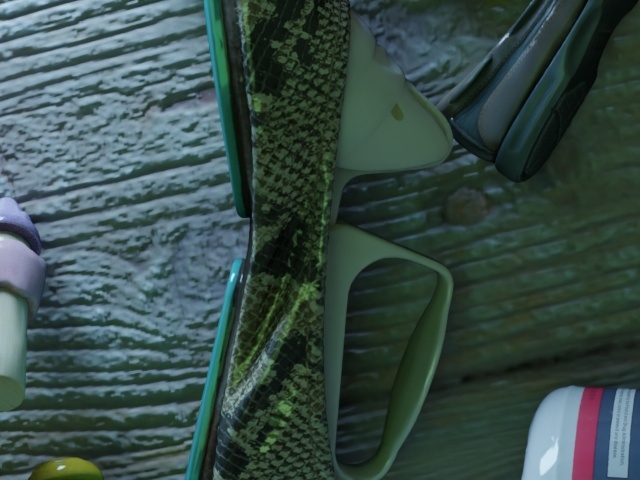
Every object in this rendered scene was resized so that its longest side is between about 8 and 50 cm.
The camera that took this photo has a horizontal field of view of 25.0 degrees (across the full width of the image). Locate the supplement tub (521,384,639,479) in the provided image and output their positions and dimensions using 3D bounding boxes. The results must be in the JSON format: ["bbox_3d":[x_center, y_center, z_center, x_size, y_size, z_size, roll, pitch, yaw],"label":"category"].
[{"bbox_3d":[0.264,0.188,0.876,0.272,0.191,0.191,1,92,16],"label":"supplement tub"}]

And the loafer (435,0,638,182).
[{"bbox_3d":[0.164,-0.171,0.947,0.084,0.096,0.267,32,102,18],"label":"loafer"}]

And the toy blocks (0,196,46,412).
[{"bbox_3d":[-0.388,0.002,1.026,0.288,0.309,0.260,-31,41,22],"label":"toy blocks"}]

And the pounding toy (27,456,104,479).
[{"bbox_3d":[-0.203,0.205,1.011,0.183,0.237,0.110,-29,57,29],"label":"pounding toy"}]

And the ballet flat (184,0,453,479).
[{"bbox_3d":[0.000,0.000,0.976,0.182,0.164,0.483,2,99,0],"label":"ballet flat"}]
